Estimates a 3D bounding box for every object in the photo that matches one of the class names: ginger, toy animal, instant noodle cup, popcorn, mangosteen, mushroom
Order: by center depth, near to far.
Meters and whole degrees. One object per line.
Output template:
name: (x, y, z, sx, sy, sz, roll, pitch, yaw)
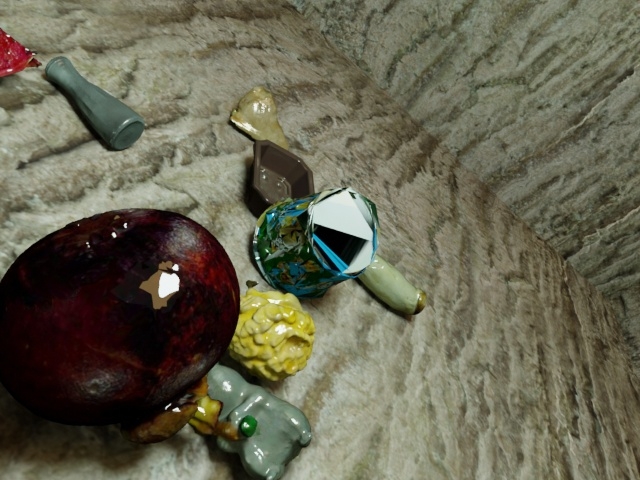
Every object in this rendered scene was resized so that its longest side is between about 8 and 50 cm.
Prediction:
mangosteen: (-0.247, 0.102, 0.635, 0.298, 0.293, 0.297, -4, 49, 4)
toy animal: (-0.134, 0.252, 0.750, 0.251, 0.127, 0.125, 39, 43, 16)
popcorn: (-0.095, 0.156, 0.844, 0.180, 0.180, 0.170, 16, 63, -38)
instant noodle cup: (0.000, 0.000, 1.027, 0.240, 0.178, 0.240, 10, 73, -34)
mushroom: (0.131, 0.074, 1.239, 0.333, 0.107, 0.087, 40, 74, -9)
ginger: (-0.148, -0.343, 1.385, 0.193, 0.122, 0.115, 33, 14, -28)

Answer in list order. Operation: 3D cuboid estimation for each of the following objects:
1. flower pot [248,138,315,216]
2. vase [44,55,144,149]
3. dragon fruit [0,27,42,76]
flower pot: (-0.108, -0.130, 1.213, 0.179, 0.084, 0.250, 25, 36, -27)
vase: (-0.464, -0.284, 0.995, 0.214, 0.086, 0.086, 42, 32, 4)
dragon fruit: (-0.653, -0.363, 0.845, 0.161, 0.126, 0.274, 28, -7, 42)
